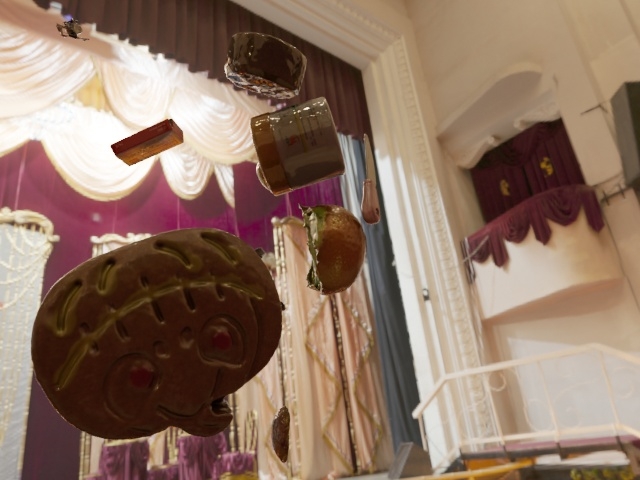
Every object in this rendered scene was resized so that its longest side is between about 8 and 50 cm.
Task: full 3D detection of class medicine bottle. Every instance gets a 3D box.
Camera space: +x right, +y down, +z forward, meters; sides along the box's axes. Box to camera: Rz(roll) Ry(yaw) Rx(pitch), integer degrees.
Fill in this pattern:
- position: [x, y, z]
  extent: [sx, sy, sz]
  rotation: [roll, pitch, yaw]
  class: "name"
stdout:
- position: [-0.064, -0.275, 1.447]
  extent: [0.231, 0.238, 0.238]
  rotation: [-17, -23, 2]
  class: "medicine bottle"

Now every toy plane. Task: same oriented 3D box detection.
- position: [-0.654, -0.553, 1.295]
  extent: [0.031, 0.049, 0.121]
  rotation: [-17, 11, 10]
  class: "toy plane"

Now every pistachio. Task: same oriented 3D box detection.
- position: [-0.134, 0.627, 1.602]
  extent: [0.049, 0.173, 0.089]
  rotation: [11, -28, -20]
  class: "pistachio"

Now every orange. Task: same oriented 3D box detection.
- position: [0.029, 0.028, 1.443]
  extent: [0.195, 0.263, 0.334]
  rotation: [8, -5, -16]
  class: "orange"

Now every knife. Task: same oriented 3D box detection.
- position: [0.154, -0.188, 1.483]
  extent: [0.043, 0.336, 0.081]
  rotation: [-14, -38, 24]
  class: "knife"

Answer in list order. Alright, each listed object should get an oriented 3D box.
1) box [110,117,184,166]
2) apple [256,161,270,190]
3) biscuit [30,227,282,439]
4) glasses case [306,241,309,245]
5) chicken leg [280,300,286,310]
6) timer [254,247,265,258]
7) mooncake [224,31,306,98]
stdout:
- position: [-0.590, -0.337, 1.707]
  extent: [0.229, 0.050, 0.123]
  rotation: [-25, -9, -1]
  class: "box"
- position: [-0.144, -0.250, 1.725]
  extent: [0.147, 0.163, 0.146]
  rotation: [33, -30, -28]
  class: "apple"
- position: [-0.232, 0.161, 0.806]
  extent: [0.394, 0.351, 0.070]
  rotation: [-30, 10, -32]
  class: "biscuit"
- position: [0.000, 0.000, 2.034]
  extent: [0.078, 0.039, 0.184]
  rotation: [-47, -8, 8]
  class: "glasses case"
- position: [-0.183, 0.260, 1.683]
  extent: [0.088, 0.103, 0.228]
  rotation: [-17, -30, -34]
  class: "chicken leg"
- position: [-0.278, 0.087, 1.637]
  extent: [0.187, 0.055, 0.144]
  rotation: [-37, -4, 35]
  class: "timer"
- position: [-0.193, -0.600, 1.727]
  extent: [0.284, 0.156, 0.284]
  rotation: [16, 3, -1]
  class: "mooncake"
